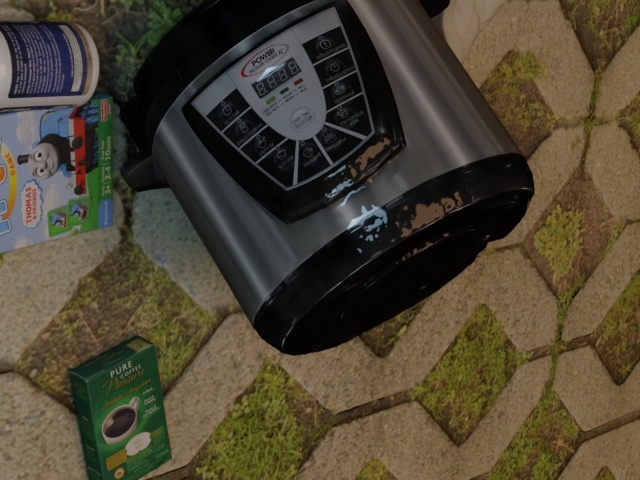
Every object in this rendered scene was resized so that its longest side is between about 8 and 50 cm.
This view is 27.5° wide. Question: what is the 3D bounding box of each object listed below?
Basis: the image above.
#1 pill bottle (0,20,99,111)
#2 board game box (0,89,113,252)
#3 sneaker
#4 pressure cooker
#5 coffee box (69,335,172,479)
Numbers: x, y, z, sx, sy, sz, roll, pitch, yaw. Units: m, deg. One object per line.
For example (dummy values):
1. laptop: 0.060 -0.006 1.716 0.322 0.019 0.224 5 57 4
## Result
1. pill bottle: -0.326 -0.183 1.370 0.169 0.094 0.094 -9 113 -45
2. board game box: -0.327 -0.073 1.458 0.211 0.039 0.160 -16 118 -41
3. sneaker: 0.184 -0.382 1.818 0.169 0.108 0.292 -53 153 -21
4. pressure cooker: -0.008 -0.122 1.503 0.370 0.420 0.375 -17 159 -42
5. coffee box: -0.252 0.224 1.662 0.113 0.040 0.184 -29 126 -37
